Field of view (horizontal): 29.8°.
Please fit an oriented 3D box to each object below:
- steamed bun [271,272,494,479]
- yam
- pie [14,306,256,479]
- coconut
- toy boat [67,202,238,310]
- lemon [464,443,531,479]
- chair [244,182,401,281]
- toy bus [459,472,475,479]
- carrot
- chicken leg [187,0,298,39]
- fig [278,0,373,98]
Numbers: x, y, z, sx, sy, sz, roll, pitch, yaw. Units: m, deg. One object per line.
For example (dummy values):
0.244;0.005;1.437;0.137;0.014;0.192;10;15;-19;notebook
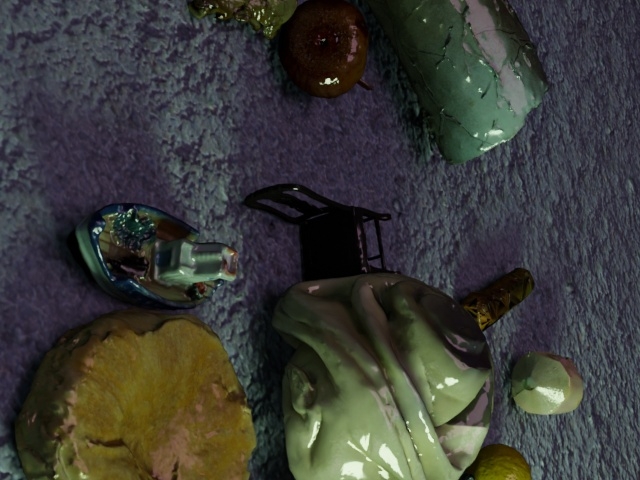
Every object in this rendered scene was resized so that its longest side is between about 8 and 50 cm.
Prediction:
0.110;0.173;1.624;0.347;0.237;0.394;55;32;-16;steamed bun
0.216;-0.333;1.980;0.348;0.241;0.241;60;40;-18;yam
-0.195;0.229;1.382;0.339;0.083;0.340;23;60;-46;pie
0.394;0.250;2.106;0.122;0.116;0.116;10;71;-55;coconut
-0.188;0.018;1.427;0.262;0.115;0.114;21;63;-47;toy boat
0.284;0.385;1.927;0.109;0.109;0.133;55;36;-26;lemon
0.000;0.000;1.682;0.229;0.106;0.113;12;66;-49;chair
0.160;0.392;1.794;0.195;0.081;0.089;10;81;-51;toy bus
0.306;0.101;2.078;0.228;0.069;0.069;-24;99;-53;carrot
-0.107;-0.325;1.682;0.178;0.070;0.093;-14;96;-46;chicken leg
0.021;-0.281;1.803;0.201;0.133;0.146;3;106;-73;fig
